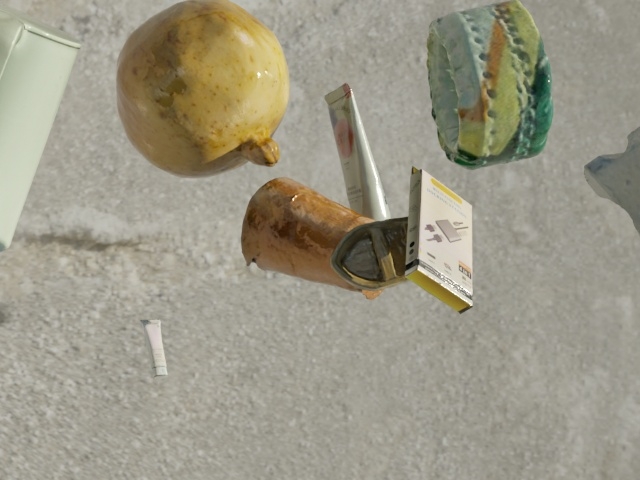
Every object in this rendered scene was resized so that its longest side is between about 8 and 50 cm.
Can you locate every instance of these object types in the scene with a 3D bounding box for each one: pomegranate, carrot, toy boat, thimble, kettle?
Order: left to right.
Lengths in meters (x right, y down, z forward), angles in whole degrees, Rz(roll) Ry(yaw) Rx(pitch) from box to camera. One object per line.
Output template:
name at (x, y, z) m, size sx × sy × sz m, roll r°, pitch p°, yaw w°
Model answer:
kettle at (-0.474, -0.161, 1.158) m, size 0.205 × 0.265 × 0.318 m, roll 26°, pitch 98°, yaw 9°
pomegranate at (-0.226, -0.297, 1.818) m, size 0.410 × 0.410 × 0.411 m, roll 3°, pitch 85°, yaw -35°
carrot at (0.000, 0.000, 1.660) m, size 0.196 × 0.254 × 0.196 m, roll -28°, pitch 127°, yaw -45°
toy boat at (0.103, 0.028, 1.515) m, size 0.188 × 0.061 × 0.116 m, roll -11°, pitch 77°, yaw -12°
thimble at (0.285, -0.271, 1.506) m, size 0.167 × 0.254 × 0.288 m, roll -9°, pitch 73°, yaw -4°

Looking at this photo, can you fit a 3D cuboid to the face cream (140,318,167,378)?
face cream at (-0.297, 0.193, 1.567) m, size 0.038 × 0.020 × 0.115 m, roll 1°, pitch 58°, yaw -30°

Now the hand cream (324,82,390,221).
hand cream at (0.076, -0.157, 1.852) m, size 0.077 × 0.124 × 0.341 m, roll -17°, pitch 91°, yaw -23°

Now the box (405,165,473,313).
box at (0.196, -0.012, 1.426) m, size 0.129 × 0.033 × 0.247 m, roll 32°, pitch 44°, yaw -26°

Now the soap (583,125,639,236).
soap at (0.493, -0.105, 1.054) m, size 0.159 × 0.258 × 0.302 m, roll 55°, pitch 32°, yaw 14°
